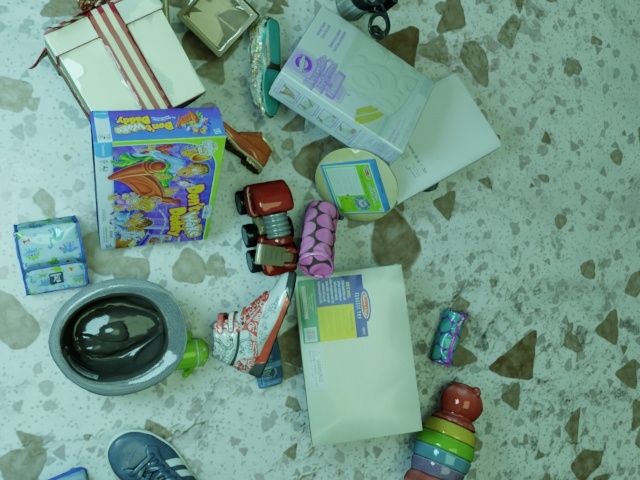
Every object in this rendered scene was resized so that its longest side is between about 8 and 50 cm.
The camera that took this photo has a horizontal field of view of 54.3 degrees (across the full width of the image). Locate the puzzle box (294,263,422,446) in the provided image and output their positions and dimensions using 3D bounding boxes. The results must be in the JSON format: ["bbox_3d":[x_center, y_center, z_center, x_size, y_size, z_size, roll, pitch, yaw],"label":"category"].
[{"bbox_3d":[0.088,0.271,1.515,0.272,0.052,0.408,-6,86,-6],"label":"puzzle box"}]

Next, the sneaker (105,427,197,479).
[{"bbox_3d":[-0.327,0.556,1.374,0.131,0.148,0.350,-45,106,-14],"label":"sneaker"}]

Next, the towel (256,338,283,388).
[{"bbox_3d":[-0.126,0.293,1.507,0.067,0.029,0.119,-10,95,-21],"label":"towel"}]

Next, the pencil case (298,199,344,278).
[{"bbox_3d":[0.000,0.000,1.458,0.095,0.209,0.098,4,129,5],"label":"pencil case"}]

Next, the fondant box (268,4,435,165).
[{"bbox_3d":[0.080,-0.357,1.462,0.330,0.096,0.238,31,62,-9],"label":"fondant box"}]

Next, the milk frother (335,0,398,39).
[{"bbox_3d":[0.108,-0.555,1.514,0.129,0.135,0.143,24,84,-20],"label":"milk frother"}]

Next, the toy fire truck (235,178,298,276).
[{"bbox_3d":[-0.111,-0.023,1.386,0.159,0.246,0.217,-12,96,-21],"label":"toy fire truck"}]

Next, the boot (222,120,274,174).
[{"bbox_3d":[-0.180,-0.236,1.459,0.158,0.059,0.084,42,74,-26],"label":"boot"}]

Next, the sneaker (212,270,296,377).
[{"bbox_3d":[-0.158,0.174,1.416,0.145,0.090,0.270,21,106,0],"label":"sneaker"}]

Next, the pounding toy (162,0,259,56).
[{"bbox_3d":[-0.273,-0.511,1.390,0.181,0.094,0.206,-43,107,13],"label":"pounding toy"}]

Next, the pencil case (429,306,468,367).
[{"bbox_3d":[0.343,0.258,1.665,0.065,0.070,0.151,19,86,-21],"label":"pencil case"}]

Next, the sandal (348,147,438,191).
[{"bbox_3d":[0.192,-0.202,1.609,0.255,0.054,0.097,24,76,-10],"label":"sandal"}]

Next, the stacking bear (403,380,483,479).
[{"bbox_3d":[0.339,0.514,1.634,0.164,0.175,0.289,33,71,-26],"label":"stacking bear"}]

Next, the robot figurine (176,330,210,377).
[{"bbox_3d":[-0.306,0.257,1.416,0.115,0.067,0.101,-4,103,-21],"label":"robot figurine"}]

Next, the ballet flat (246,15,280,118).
[{"bbox_3d":[-0.135,-0.401,1.460,0.091,0.077,0.240,7,85,-56],"label":"ballet flat"}]

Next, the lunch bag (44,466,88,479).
[{"bbox_3d":[-0.618,0.635,1.172,0.386,0.328,0.238,-10,94,-22],"label":"lunch bag"}]

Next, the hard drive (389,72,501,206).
[{"bbox_3d":[0.266,-0.262,1.589,0.353,0.047,0.233,-29,85,-21],"label":"hard drive"}]

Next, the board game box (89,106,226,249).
[{"bbox_3d":[-0.331,-0.116,1.256,0.233,0.347,0.078,-7,59,-21],"label":"board game box"}]

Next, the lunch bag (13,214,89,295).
[{"bbox_3d":[-0.560,0.035,1.302,0.129,0.096,0.151,-10,109,-23],"label":"lunch bag"}]

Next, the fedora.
[{"bbox_3d":[-0.426,0.199,1.336,0.276,0.124,0.243,-18,96,-11],"label":"fedora"}]

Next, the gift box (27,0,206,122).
[{"bbox_3d":[-0.418,-0.346,1.257,0.276,0.255,0.258,-32,105,-21],"label":"gift box"}]

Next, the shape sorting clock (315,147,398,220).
[{"bbox_3d":[0.086,-0.133,1.500,0.206,0.206,0.040,48,44,-16],"label":"shape sorting clock"}]
